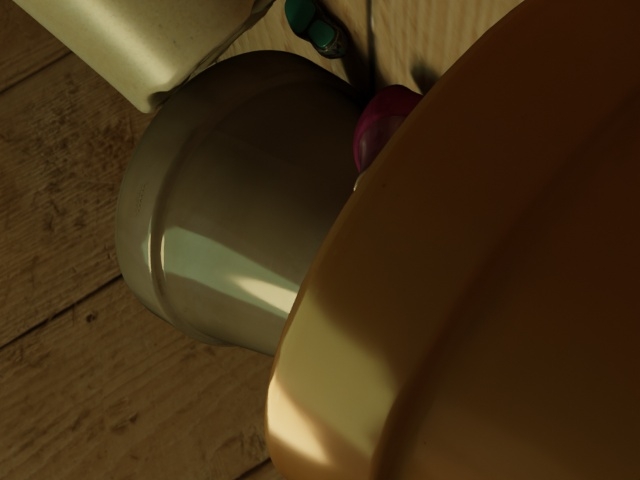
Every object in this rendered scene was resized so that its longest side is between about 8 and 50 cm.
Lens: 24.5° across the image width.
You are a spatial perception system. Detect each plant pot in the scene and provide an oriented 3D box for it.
[{"bbox_3d":[0.148,0.050,0.643,0.203,0.291,0.291,36,164,25],"label":"plant pot"},{"bbox_3d":[-0.200,-0.313,1.523,0.305,0.334,0.334,48,175,-6],"label":"plant pot"},{"bbox_3d":[0.000,0.000,1.494,0.280,0.323,0.323,31,156,42],"label":"plant pot"}]

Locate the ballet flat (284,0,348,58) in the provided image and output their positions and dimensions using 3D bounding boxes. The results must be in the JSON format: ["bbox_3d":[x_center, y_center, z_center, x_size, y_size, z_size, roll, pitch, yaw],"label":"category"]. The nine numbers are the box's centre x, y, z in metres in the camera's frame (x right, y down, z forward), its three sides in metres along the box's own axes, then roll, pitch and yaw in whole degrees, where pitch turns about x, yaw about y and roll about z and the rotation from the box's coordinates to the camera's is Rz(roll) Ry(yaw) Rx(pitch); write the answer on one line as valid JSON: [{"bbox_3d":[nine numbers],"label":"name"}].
[{"bbox_3d":[-0.002,-0.217,1.520,0.114,0.041,0.041,54,172,48],"label":"ballet flat"}]

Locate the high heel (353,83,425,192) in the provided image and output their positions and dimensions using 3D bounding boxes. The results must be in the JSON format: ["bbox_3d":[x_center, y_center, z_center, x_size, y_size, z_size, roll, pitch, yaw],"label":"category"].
[{"bbox_3d":[0.157,0.029,1.312,0.377,0.127,0.181,57,-156,-23],"label":"high heel"}]
